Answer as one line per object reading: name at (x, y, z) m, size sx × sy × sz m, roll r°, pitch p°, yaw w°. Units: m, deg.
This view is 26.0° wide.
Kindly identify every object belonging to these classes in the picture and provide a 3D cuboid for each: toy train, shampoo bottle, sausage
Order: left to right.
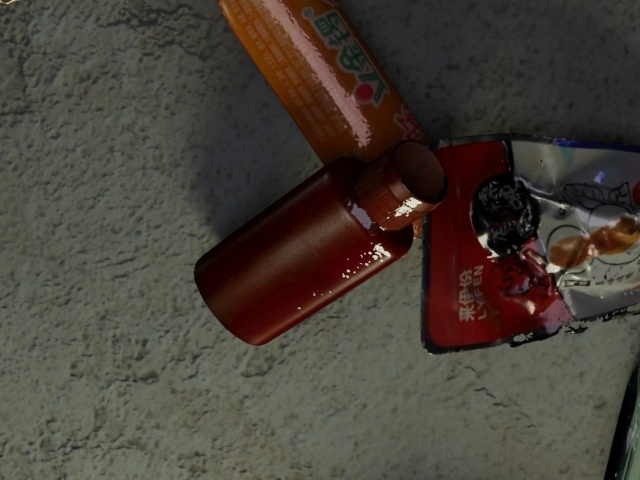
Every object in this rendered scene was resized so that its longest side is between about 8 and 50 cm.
shampoo bottle at (0.000, 0.000, 1.181) m, size 0.102 × 0.064 × 0.260 m, roll 50°, pitch 132°, yaw -5°
sausage at (0.005, -0.140, 1.189) m, size 0.093 × 0.093 × 0.312 m, roll -32°, pitch 102°, yaw 11°
toy train at (0.291, 0.236, 1.301) m, size 0.048 × 0.055 × 0.252 m, roll 9°, pitch 107°, yaw 0°

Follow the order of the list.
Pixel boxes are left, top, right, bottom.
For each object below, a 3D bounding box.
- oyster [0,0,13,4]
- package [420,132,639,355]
oyster at (-0.236, -0.394, 1.137) m, size 0.204 × 0.111 × 0.396 m, roll -5°, pitch 106°, yaw -14°
package at (0.210, -0.005, 1.212) m, size 0.269 × 0.071 × 0.194 m, roll -7°, pitch 99°, yaw -11°
